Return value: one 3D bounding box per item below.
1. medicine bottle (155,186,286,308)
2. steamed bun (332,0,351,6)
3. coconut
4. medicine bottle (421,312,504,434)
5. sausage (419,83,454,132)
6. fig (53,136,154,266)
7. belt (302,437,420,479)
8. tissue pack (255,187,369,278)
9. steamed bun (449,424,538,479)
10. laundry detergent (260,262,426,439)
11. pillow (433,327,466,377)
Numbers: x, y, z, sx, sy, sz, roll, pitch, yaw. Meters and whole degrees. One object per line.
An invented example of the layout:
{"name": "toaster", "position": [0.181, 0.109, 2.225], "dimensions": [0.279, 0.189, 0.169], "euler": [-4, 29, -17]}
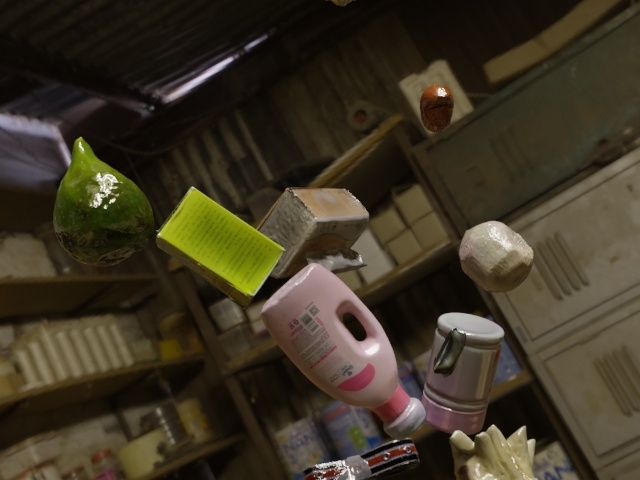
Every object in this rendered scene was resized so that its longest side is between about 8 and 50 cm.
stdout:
{"name": "medicine bottle", "position": [-0.215, 0.018, 1.697], "dimensions": [0.141, 0.250, 0.137], "euler": [-57, 3, -20]}
{"name": "steamed bun", "position": [0.055, -0.503, 1.465], "dimensions": [0.177, 0.192, 0.106], "euler": [-22, -43, -24]}
{"name": "coconut", "position": [0.280, 0.022, 1.293], "dimensions": [0.110, 0.124, 0.110], "euler": [-25, -36, -19]}
{"name": "medicine bottle", "position": [0.421, 0.395, 2.379], "dimensions": [0.202, 0.202, 0.316], "euler": [-11, -65, -55]}
{"name": "sausage", "position": [0.291, -0.334, 1.992], "dimensions": [0.089, 0.089, 0.179], "euler": [-27, -20, -5]}
{"name": "fig", "position": [-0.460, -0.089, 1.617], "dimensions": [0.206, 0.275, 0.206], "euler": [-22, -10, -4]}
{"name": "belt", "position": [0.117, 0.681, 2.345], "dimensions": [0.359, 0.094, 0.126], "euler": [-21, -40, 0]}
{"name": "tissue pack", "position": [0.000, 0.000, 2.114], "dimensions": [0.238, 0.239, 0.305], "euler": [-34, -13, 27]}
{"name": "steamed bun", "position": [0.333, 0.492, 1.539], "dimensions": [0.247, 0.189, 0.428], "euler": [-47, -47, 16]}
{"name": "laundry detergent", "position": [0.051, 0.202, 1.381], "dimensions": [0.159, 0.335, 0.088], "euler": [-42, 6, -2]}
{"name": "pillow", "position": [0.351, 0.304, 2.145], "dimensions": [0.136, 0.091, 0.055], "euler": [-62, 27, -1]}
